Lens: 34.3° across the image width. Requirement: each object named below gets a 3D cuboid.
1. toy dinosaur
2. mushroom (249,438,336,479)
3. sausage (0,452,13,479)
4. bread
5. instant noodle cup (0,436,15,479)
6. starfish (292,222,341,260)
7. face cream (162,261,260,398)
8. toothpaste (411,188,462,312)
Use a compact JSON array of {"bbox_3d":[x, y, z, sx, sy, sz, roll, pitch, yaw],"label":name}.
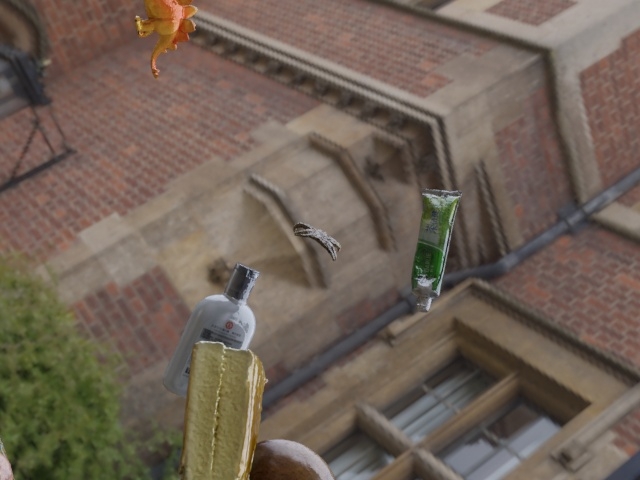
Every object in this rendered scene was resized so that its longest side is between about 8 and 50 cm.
[{"bbox_3d":[-0.279,-0.407,1.867,0.288,0.117,0.070,83,-9,-47],"label":"toy dinosaur"},{"bbox_3d":[-0.078,0.492,1.885,0.267,0.254,0.267,5,-75,20],"label":"mushroom"},{"bbox_3d":[-0.388,0.303,1.111,0.086,0.086,0.289,51,-40,17],"label":"sausage"},{"bbox_3d":[-0.156,0.303,1.680,0.239,0.111,0.246,83,13,-76],"label":"bread"},{"bbox_3d":[-0.548,0.323,1.432,0.200,0.264,0.264,41,-27,43],"label":"instant noodle cup"},{"bbox_3d":[0.000,0.000,1.668,0.091,0.028,0.078,22,21,-33],"label":"starfish"},{"bbox_3d":[-0.205,0.185,2.089,0.144,0.291,0.071,22,3,-27],"label":"face cream"},{"bbox_3d":[0.207,0.015,1.912,0.078,0.247,0.047,5,-24,16],"label":"toothpaste"}]
